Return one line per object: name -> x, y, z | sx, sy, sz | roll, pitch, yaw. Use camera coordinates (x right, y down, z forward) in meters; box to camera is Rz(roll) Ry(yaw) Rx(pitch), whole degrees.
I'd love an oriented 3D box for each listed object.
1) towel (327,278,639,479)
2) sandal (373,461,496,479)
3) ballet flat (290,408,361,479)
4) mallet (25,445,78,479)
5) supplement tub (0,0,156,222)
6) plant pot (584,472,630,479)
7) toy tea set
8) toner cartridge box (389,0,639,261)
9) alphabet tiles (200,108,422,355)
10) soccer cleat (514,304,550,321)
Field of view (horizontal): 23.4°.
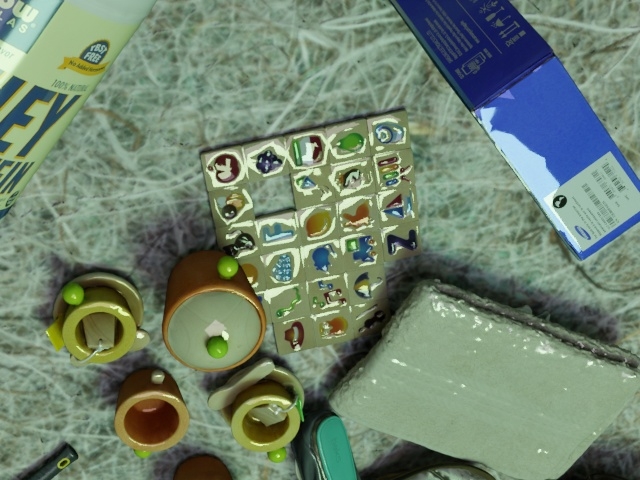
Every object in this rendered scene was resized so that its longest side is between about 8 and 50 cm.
towel -> 0.172, 0.145, 1.568 | 0.282, 0.049, 0.187 | 22, 123, -22
sandal -> 0.085, 0.282, 1.637 | 0.219, 0.060, 0.090 | -21, 106, 14
ballet flat -> 0.013, 0.268, 1.581 | 0.074, 0.074, 0.203 | -17, 99, -5
mallet -> -0.314, 0.276, 1.547 | 0.189, 0.039, 0.062 | -33, 119, 0
supplement tub -> -0.269, -0.184, 1.191 | 0.235, 0.235, 0.325 | 30, 107, -26
plant pot -> 0.301, 0.379, 1.674 | 0.215, 0.215, 0.230 | 16, 100, -21
toy tea set -> -0.114, 0.162, 1.476 | 0.200, 0.124, 0.336 | -23, 121, 3
toner cartridge box -> 0.141, -0.137, 1.254 | 0.075, 0.348, 0.165 | -35, 120, 7
alphabet tiles -> 0.000, 0.000, 1.490 | 0.198, 0.009, 0.237 | -13, 120, -8
soccer cleat -> 0.197, 0.080, 1.573 | 0.083, 0.029, 0.036 | 14, 105, -24
